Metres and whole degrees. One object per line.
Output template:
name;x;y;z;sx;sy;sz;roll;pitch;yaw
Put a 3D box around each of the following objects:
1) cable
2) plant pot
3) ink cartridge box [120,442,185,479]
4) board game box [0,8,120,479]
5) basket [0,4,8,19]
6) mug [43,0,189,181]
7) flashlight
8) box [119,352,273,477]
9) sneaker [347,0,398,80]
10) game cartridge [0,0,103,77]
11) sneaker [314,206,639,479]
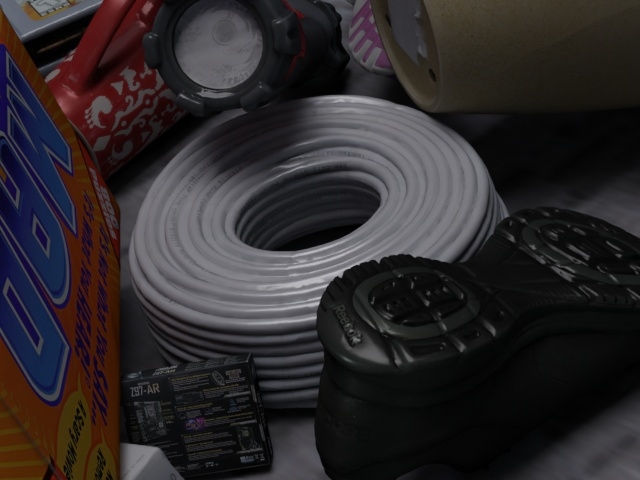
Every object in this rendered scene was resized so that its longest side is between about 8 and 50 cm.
cable;0.000;0.000;0.962;0.257;0.089;0.257;3;40;24
plant pot;0.180;-0.194;1.001;0.274;0.256;0.256;-20;36;-11
ink cartridge box;-0.212;0.189;0.836;0.232;0.066;0.189;-4;34;43
board game box;-0.348;0.006;0.794;0.356;0.356;0.356;-23;33;7
basket;-0.351;-0.137;1.019;0.255;0.289;0.201;-26;58;15
mug;-0.167;-0.142;1.170;0.113;0.150;0.169;11;47;42
flashlight;-0.048;-0.154;1.073;0.103;0.103;0.304;-9;10;9
box;-0.076;0.108;0.865;0.083;0.067;0.018;-11;11;7
sneaker;0.081;-0.189;1.172;0.095;0.104;0.236;-49;22;21
game cartridge;-0.235;-0.248;1.410;0.297;0.062;0.198;-27;42;-16
sneaker;0.106;0.064;0.828;0.286;0.130;0.109;-11;37;-34
